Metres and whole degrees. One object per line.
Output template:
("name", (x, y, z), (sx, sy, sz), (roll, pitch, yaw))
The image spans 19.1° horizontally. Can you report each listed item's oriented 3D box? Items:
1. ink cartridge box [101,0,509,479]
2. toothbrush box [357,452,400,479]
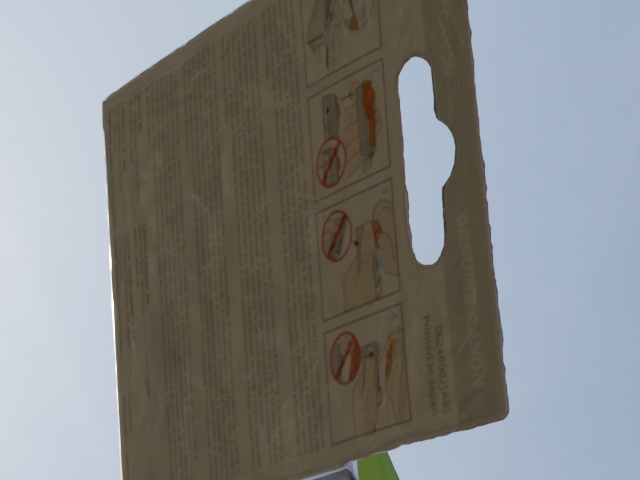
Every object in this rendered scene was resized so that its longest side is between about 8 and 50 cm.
("ink cartridge box", (0.000, 0.000, 1.155), (0.385, 0.091, 0.308), (-24, -116, 50))
("toothbrush box", (0.023, 0.319, 1.611), (0.283, 0.122, 0.206), (67, -21, 7))
